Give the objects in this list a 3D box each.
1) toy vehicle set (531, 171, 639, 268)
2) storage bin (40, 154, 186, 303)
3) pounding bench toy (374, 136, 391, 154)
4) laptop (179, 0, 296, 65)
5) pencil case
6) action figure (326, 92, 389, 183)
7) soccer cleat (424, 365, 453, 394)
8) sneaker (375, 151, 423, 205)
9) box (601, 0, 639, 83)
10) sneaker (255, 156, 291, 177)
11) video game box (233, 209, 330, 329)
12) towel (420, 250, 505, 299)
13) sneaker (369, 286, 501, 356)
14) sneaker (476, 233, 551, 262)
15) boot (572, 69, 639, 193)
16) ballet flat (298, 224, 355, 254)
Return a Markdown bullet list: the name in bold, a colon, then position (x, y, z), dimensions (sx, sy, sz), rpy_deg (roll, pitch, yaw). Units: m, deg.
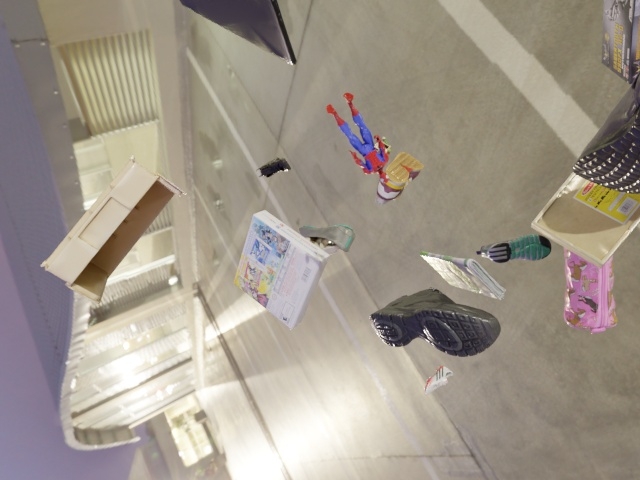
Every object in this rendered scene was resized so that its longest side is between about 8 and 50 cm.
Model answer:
- **toy vehicle set**: position (0.618, -0.093, 0.949), dimensions (0.166, 0.267, 0.035), rpy_deg (41, -175, 30)
- **storage bin**: position (-0.415, -0.035, 0.899), dimensions (0.123, 0.262, 0.260), rpy_deg (40, 172, -23)
- **pounding bench toy**: position (0.272, -0.394, 1.854), dimensions (0.065, 0.083, 0.052), rpy_deg (34, 167, 13)
- **laptop**: position (-0.179, -0.654, 0.906), dimensions (0.381, 0.236, 0.408), rpy_deg (35, 173, 17)
- **pencil case**: position (0.871, 0.097, 1.409), dimensions (0.160, 0.167, 0.387), rpy_deg (6, 110, 45)
- **action figure**: position (0.048, -0.105, 0.483), dimensions (0.115, 0.038, 0.030), rpy_deg (49, -172, -38)
- **soccer cleat**: position (0.263, 0.314, 0.972), dimensions (0.035, 0.083, 0.029), rpy_deg (19, 134, 43)
- **sneaker**: position (0.176, -0.143, 1.011), dimensions (0.069, 0.185, 0.084), rpy_deg (39, 127, 11)
- **box**: position (0.818, -0.563, 1.163), dimensions (0.183, 0.056, 0.231), rpy_deg (-83, -25, -50)
- **sneaker**: position (-0.165, -0.245, 1.503), dimensions (0.051, 0.089, 0.170), rpy_deg (59, 169, -24)
- **video game box**: position (-0.093, 0.066, 0.967), dimensions (0.187, 0.048, 0.205), rpy_deg (34, 124, 17)
- **towel**: position (0.272, 0.061, 0.845), dimensions (0.113, 0.023, 0.152), rpy_deg (43, 170, -20)
- **sneaker**: position (0.228, 0.145, 0.867), dimensions (0.286, 0.130, 0.109), rpy_deg (-4, 117, 52)
- **sneaker**: position (0.607, 0.022, 1.372), dimensions (0.098, 0.223, 0.083), rpy_deg (-166, 73, -75)
- **boot**: position (0.450, -0.201, 0.546), dimensions (0.118, 0.223, 0.338), rpy_deg (25, 174, 14)
- **ballet flat**: position (0.000, 0.000, 1.052), dimensions (0.072, 0.068, 0.213), rpy_deg (29, 164, -30)
